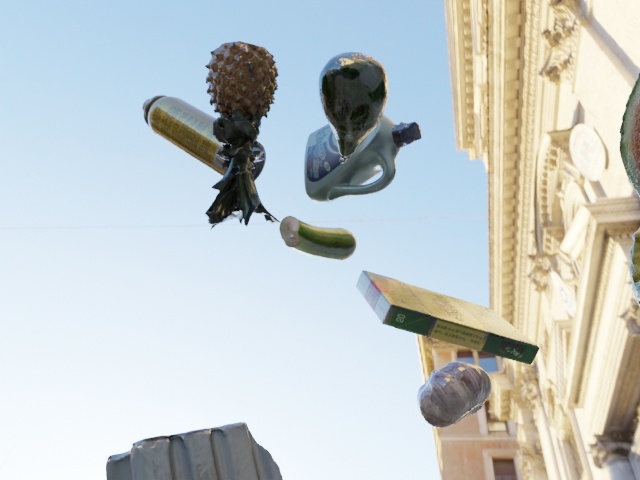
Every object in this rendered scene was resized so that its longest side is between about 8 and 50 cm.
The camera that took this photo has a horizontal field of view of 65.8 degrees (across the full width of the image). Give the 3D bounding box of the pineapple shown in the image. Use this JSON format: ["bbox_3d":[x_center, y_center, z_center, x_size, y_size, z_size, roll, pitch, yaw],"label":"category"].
[{"bbox_3d":[-0.117,-0.153,0.743,0.119,0.277,0.130,2,-7,-25],"label":"pineapple"}]

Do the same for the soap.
[{"bbox_3d":[-0.247,0.635,1.065,0.350,0.435,0.213,3,-31,-45],"label":"soap"}]

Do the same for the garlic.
[{"bbox_3d":[0.248,0.287,0.937,0.159,0.102,0.147,-9,-38,-37],"label":"garlic"}]

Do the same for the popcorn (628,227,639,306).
[{"bbox_3d":[0.410,0.033,0.500,0.170,0.180,0.180,-4,-34,-42],"label":"popcorn"}]

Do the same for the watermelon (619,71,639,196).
[{"bbox_3d":[0.843,-0.251,1.176,0.193,0.310,0.232,0,4,-37],"label":"watermelon"}]

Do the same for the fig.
[{"bbox_3d":[0.054,-0.205,0.788,0.117,0.117,0.177,0,-61,9],"label":"fig"}]

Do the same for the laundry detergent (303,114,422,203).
[{"bbox_3d":[0.100,-0.200,1.153,0.280,0.215,0.105,-9,-27,31],"label":"laundry detergent"}]

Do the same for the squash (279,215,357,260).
[{"bbox_3d":[0.000,0.000,1.132,0.083,0.083,0.250,-29,-24,30],"label":"squash"}]

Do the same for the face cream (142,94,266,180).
[{"bbox_3d":[-0.274,-0.234,1.083,0.349,0.105,0.105,32,-40,29],"label":"face cream"}]

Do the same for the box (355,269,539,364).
[{"bbox_3d":[0.176,0.107,0.704,0.235,0.132,0.034,17,-77,-15],"label":"box"}]
